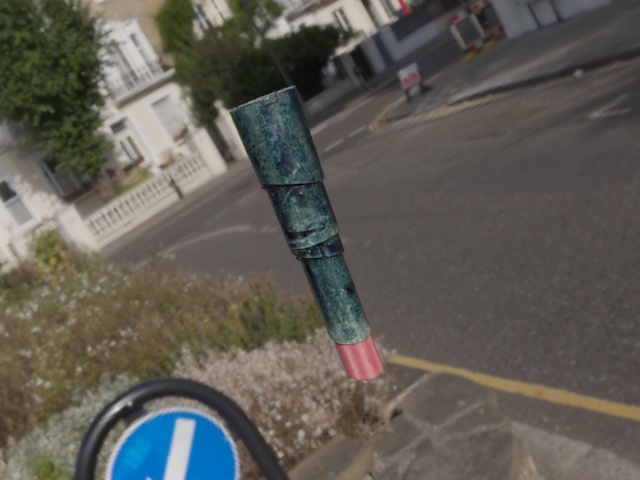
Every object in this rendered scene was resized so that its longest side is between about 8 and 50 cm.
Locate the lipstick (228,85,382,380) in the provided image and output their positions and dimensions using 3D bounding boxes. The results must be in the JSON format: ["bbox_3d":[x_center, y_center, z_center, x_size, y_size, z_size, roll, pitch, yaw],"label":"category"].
[{"bbox_3d":[0.000,0.000,0.644,0.053,0.234,0.053,-21,13,5],"label":"lipstick"}]
